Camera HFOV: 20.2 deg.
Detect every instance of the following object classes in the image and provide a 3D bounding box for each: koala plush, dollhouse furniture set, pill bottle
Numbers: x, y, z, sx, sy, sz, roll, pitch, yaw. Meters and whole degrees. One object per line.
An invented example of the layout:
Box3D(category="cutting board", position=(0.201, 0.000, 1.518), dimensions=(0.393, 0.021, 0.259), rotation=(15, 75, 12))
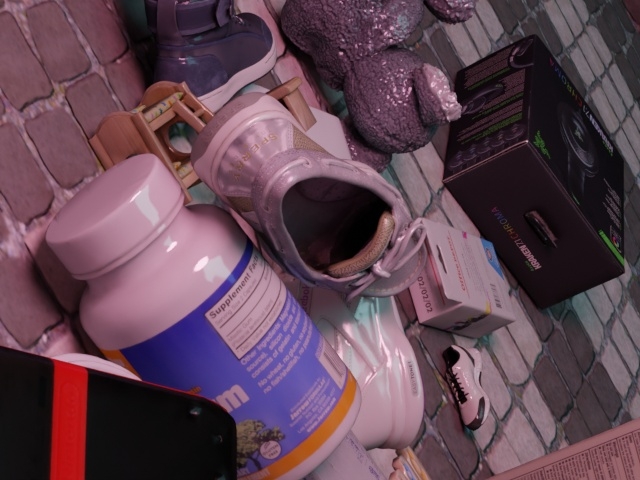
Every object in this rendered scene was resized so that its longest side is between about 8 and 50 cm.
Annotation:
Box3D(category="koala plush", position=(0.067, -0.190, 1.992), dimensions=(0.203, 0.196, 0.221), rotation=(8, 60, -47))
Box3D(category="dollhouse furniture set", position=(-0.113, -0.092, 1.561), dimensions=(0.101, 0.161, 0.182), rotation=(60, 25, -9))
Box3D(category="pill bottle", position=(-0.099, 0.068, 1.454), dimensions=(0.272, 0.152, 0.152), rotation=(53, 27, -22))

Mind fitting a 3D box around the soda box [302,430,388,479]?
Box3D(category="soda box", position=(0.039, 0.286, 1.589), dimensions=(0.286, 0.091, 0.098), rotation=(54, 25, -21))

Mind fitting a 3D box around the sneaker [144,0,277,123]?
Box3D(category="sneaker", position=(-0.104, -0.227, 1.731), dimensions=(0.226, 0.086, 0.163), rotation=(-56, 144, -61))

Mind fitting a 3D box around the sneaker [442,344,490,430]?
Box3D(category="sneaker", position=(0.159, 0.164, 2.005), dimensions=(0.043, 0.040, 0.109), rotation=(23, 42, -33))

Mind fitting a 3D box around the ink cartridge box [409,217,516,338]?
Box3D(category="ink cartridge box", position=(0.148, 0.044, 2.055), dimensions=(0.181, 0.061, 0.104), rotation=(19, 50, -57))

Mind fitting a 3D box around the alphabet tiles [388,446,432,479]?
Box3D(category="alphabet tiles", position=(0.149, 0.316, 1.657), dimensions=(0.278, 0.021, 0.284), rotation=(57, 8, -2))

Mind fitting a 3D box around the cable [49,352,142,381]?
Box3D(category="cable", position=(-0.163, 0.206, 1.275), dimensions=(0.257, 0.089, 0.257), rotation=(40, 35, -42))

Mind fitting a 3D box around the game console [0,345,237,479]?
Box3D(category="game console", position=(-0.184, 0.254, 1.104), dimensions=(0.342, 0.060, 0.386), rotation=(21, 60, -44))

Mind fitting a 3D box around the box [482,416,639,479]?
Box3D(category="box", position=(0.311, 0.299, 1.933), dimensions=(0.127, 0.232, 0.149), rotation=(29, 43, -50))

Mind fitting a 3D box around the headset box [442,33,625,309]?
Box3D(category="headset box", position=(0.285, -0.087, 2.360), dimensions=(0.246, 0.131, 0.283), rotation=(51, 29, -25))

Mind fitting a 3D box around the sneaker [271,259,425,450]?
Box3D(category="sneaker", position=(-0.007, 0.053, 1.656), dimensions=(0.152, 0.114, 0.305), rotation=(-9, 71, -26))

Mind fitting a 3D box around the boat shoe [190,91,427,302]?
Box3D(category="boat shoe", position=(0.009, -0.014, 1.485), dimensions=(0.103, 0.118, 0.320), rotation=(46, 1, 33))

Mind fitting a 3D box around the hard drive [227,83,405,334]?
Box3D(category="hard drive", position=(0.000, 0.000, 1.836), dimensions=(0.203, 0.040, 0.307), rotation=(16, 53, -58))
